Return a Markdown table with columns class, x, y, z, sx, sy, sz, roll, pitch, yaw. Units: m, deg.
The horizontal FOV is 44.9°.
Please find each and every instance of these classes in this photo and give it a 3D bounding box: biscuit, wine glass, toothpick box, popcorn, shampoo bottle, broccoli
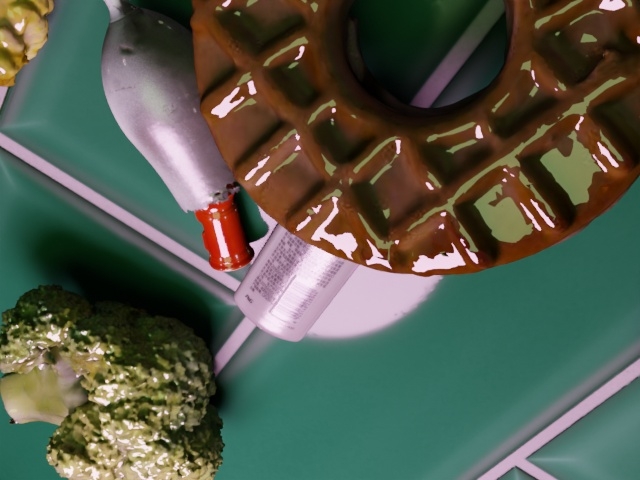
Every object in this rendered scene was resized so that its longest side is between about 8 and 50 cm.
| class | x | y | z | sx | sy | sz | roll | pitch | yaw |
| --- | --- | --- | --- | --- | --- | --- | --- | --- | --- |
| biscuit | 0.081 | -0.111 | 0.557 | 0.366 | 0.115 | 0.269 | 2 | 101 | 19 |
| wine glass | -0.133 | -0.137 | 0.646 | 0.103 | 0.103 | 0.222 | -14 | 119 | 23 |
| toothpick box | -0.095 | -0.016 | 0.748 | 0.047 | 0.047 | 0.083 | -2 | 122 | 16 |
| popcorn | -0.299 | -0.197 | 0.642 | 0.145 | 0.126 | 0.125 | 29 | 153 | -25 |
| shampoo bottle | 0.000 | 0.000 | 0.726 | 0.086 | 0.056 | 0.227 | 33 | 126 | -1 |
| broccoli | -0.259 | 0.172 | 0.835 | 0.301 | 0.186 | 0.254 | 4 | 134 | 5 |
